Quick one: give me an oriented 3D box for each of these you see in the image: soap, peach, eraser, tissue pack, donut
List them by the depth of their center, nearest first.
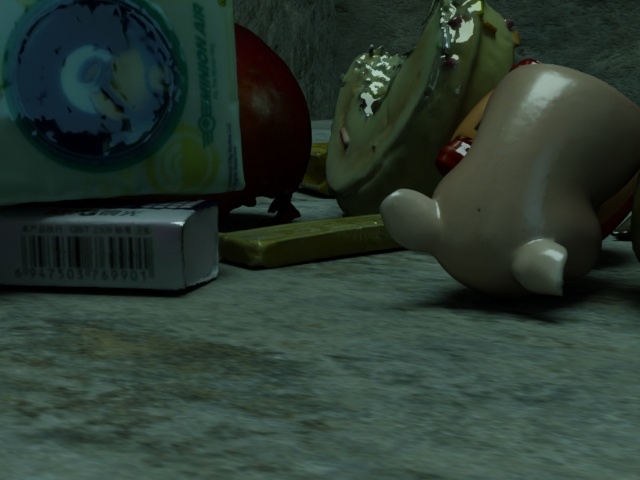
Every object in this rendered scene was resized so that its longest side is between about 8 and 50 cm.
[{"bbox_3d":[-0.260,0.003,1.399,0.287,0.086,0.130,1,9,12],"label":"eraser"},{"bbox_3d":[-0.283,-0.182,1.399,0.388,0.287,0.162,-5,4,-26],"label":"tissue pack"},{"bbox_3d":[0.000,-0.001,1.574,0.252,0.037,0.092,-7,10,-36],"label":"soap"},{"bbox_3d":[-0.190,-0.162,1.787,0.335,0.310,0.406,0,8,29],"label":"peach"},{"bbox_3d":[0.133,-0.163,1.808,0.150,0.307,0.371,21,-18,-19],"label":"donut"},{"bbox_3d":[0.051,-0.121,2.227,0.160,0.080,0.257,-4,9,-23],"label":"soap"}]

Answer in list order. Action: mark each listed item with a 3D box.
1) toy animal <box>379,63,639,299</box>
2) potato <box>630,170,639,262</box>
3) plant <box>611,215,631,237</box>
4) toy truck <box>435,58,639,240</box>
[{"bbox_3d":[0.208,-0.055,1.311,0.195,0.256,0.213,18,-17,26],"label":"toy animal"},{"bbox_3d":[0.392,-0.032,1.173,0.218,0.202,0.351,3,8,10],"label":"potato"},{"bbox_3d":[0.503,-0.094,1.669,0.234,0.204,0.178,8,7,15],"label":"plant"},{"bbox_3d":[0.280,-0.072,1.570,0.265,0.189,0.239,35,-8,42],"label":"toy truck"}]
